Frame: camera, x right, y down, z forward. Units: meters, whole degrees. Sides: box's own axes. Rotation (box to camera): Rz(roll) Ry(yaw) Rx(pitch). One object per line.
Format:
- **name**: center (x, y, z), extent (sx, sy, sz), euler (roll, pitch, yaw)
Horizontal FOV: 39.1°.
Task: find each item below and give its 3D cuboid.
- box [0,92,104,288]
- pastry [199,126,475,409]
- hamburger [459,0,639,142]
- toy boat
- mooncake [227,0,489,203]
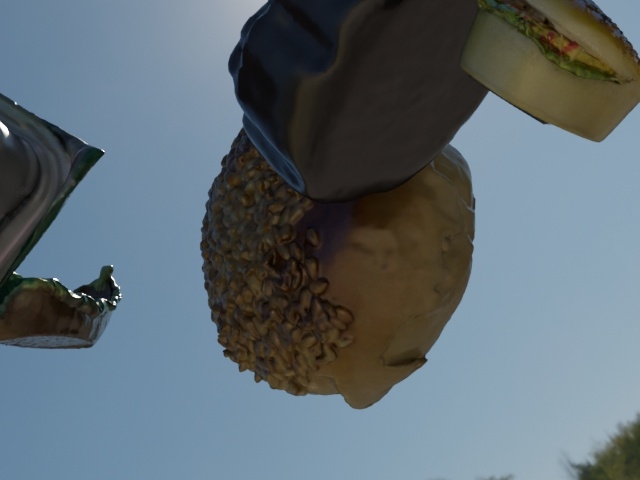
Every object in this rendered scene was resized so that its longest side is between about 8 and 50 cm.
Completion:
- **box**: center (-0.417, -0.083, 0.833), extent (0.264, 0.337, 0.106), euler (-57, -6, -20)
- **pastry**: center (0.000, 0.000, 1.091), extent (0.245, 0.409, 0.409), euler (8, -47, -32)
- **hamburger**: center (0.154, -0.125, 0.599), extent (0.141, 0.126, 0.081), euler (14, -67, -37)
- **toy boat**: center (-0.285, 0.073, 0.997), extent (0.109, 0.099, 0.293), euler (-8, -4, 9)
- **mooncake**: center (0.047, -0.172, 0.784), extent (0.283, 0.141, 0.283), euler (-38, -24, -20)
